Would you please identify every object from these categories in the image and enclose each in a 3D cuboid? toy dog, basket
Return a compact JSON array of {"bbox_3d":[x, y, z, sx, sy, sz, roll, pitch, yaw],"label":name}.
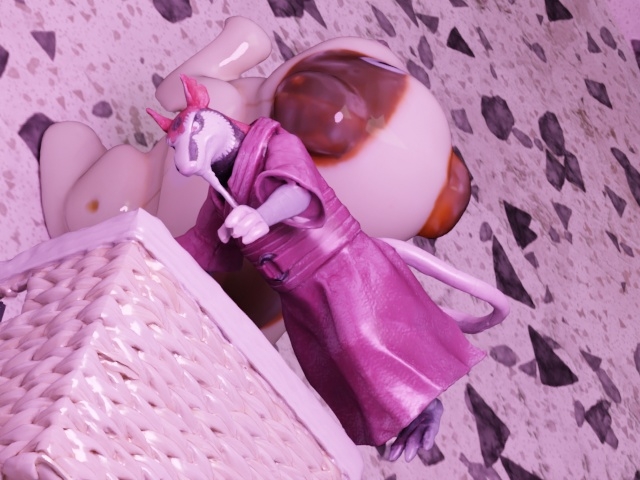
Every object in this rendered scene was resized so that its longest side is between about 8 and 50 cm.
[{"bbox_3d":[-0.058,-0.046,1.924,0.284,0.408,0.395,39,36,-27],"label":"toy dog"},{"bbox_3d":[-0.195,0.210,1.582,0.331,0.328,0.266,50,36,-29],"label":"basket"}]

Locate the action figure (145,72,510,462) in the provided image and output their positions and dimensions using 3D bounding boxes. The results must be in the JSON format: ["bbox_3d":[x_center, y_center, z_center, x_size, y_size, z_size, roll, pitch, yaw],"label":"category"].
[{"bbox_3d":[0.000,0.000,1.677,0.275,0.248,0.370,-41,102,-30],"label":"action figure"}]

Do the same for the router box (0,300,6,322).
[{"bbox_3d":[-0.340,0.081,1.777,0.092,0.038,0.122,41,36,-27],"label":"router box"}]
